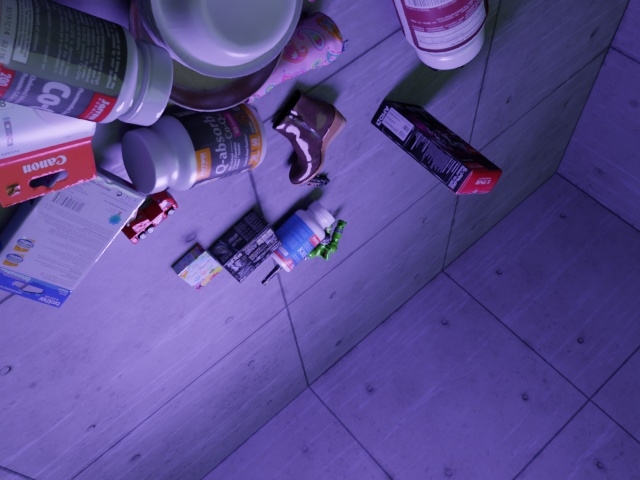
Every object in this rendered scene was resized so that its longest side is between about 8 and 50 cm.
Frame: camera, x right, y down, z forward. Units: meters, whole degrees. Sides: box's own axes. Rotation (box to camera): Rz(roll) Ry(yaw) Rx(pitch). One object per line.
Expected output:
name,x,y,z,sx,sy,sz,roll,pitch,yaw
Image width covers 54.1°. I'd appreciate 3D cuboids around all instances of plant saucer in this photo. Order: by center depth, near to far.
plant saucer,-0.207,-0.396,1.158,0.311,0.050,0.310,-18,124,-29

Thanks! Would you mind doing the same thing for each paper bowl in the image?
paper bowl,-0.155,-0.417,1.054,0.284,0.148,0.284,-19,125,-29

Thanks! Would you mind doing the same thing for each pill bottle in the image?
pill bottle,-0.384,-0.272,0.962,0.283,0.161,0.161,8,123,-42
pill bottle,-0.265,-0.197,1.333,0.279,0.162,0.162,-25,148,-39
pill bottle,0.288,-0.598,1.520,0.224,0.224,0.392,-47,155,1
pill bottle,-0.065,-0.018,1.952,0.221,0.124,0.124,-44,155,-3

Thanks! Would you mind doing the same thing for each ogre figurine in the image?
ogre figurine,0.000,0.000,2.100,0.197,0.097,0.118,-29,129,-53

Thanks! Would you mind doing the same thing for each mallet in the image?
mallet,-0.123,0.084,2.125,0.189,0.039,0.062,-48,152,13

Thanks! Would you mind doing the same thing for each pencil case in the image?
pencil case,-0.080,-0.398,1.367,0.284,0.124,0.124,-34,152,-28

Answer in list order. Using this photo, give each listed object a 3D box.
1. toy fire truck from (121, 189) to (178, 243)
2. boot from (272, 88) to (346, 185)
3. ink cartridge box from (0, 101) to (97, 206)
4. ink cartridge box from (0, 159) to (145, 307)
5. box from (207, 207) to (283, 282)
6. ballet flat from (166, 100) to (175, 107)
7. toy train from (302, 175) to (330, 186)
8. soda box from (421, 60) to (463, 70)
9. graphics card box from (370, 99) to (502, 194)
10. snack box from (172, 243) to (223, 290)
toy fire truck,-0.426,-0.059,1.422,0.192,0.047,0.135,-42,154,-10
boot,-0.061,-0.270,1.666,0.207,0.090,0.248,15,118,-49
ink cartridge box,-0.476,-0.181,1.080,0.189,0.066,0.232,-26,126,-37
ink cartridge box,-0.524,-0.017,1.268,0.311,0.065,0.186,-52,138,7
box,-0.215,0.018,1.825,0.180,0.077,0.147,-44,155,-6
ballet flat,-0.261,-0.333,1.239,0.232,0.073,0.080,-48,155,4
toy train,-0.025,-0.180,1.891,0.036,0.027,0.158,-46,158,26
soda box,0.385,-0.560,1.917,0.169,0.060,0.053,-21,146,-43
graphics card box,0.356,-0.286,1.916,0.233,0.371,0.094,-8,136,-51
snack box,-0.344,0.078,1.764,0.100,0.037,0.141,-44,155,-8
